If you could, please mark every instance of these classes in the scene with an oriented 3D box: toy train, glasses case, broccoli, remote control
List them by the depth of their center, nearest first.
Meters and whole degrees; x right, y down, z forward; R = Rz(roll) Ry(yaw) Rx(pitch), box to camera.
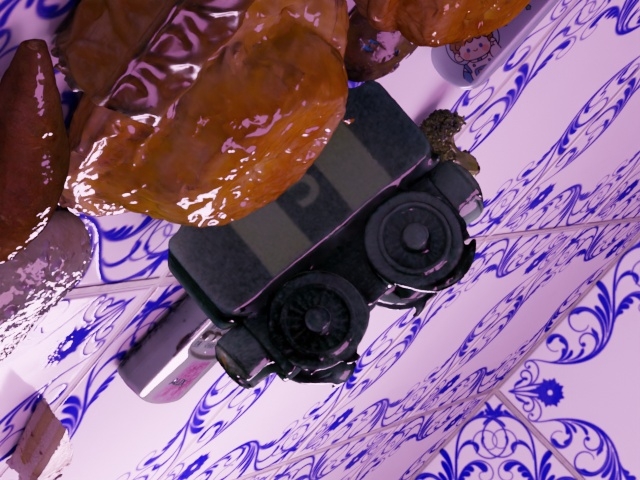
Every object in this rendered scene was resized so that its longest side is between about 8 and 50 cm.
[{"bbox_3d":[0.000,0.000,1.766,0.299,0.238,0.167,-38,175,-12],"label":"toy train"},{"bbox_3d":[0.189,-0.235,1.940,0.178,0.067,0.045,-48,166,14],"label":"glasses case"},{"bbox_3d":[-0.079,0.046,2.038,0.344,0.050,0.145,-46,164,7],"label":"remote control"},{"bbox_3d":[0.139,-0.097,2.139,0.092,0.097,0.095,7,165,-17],"label":"broccoli"}]

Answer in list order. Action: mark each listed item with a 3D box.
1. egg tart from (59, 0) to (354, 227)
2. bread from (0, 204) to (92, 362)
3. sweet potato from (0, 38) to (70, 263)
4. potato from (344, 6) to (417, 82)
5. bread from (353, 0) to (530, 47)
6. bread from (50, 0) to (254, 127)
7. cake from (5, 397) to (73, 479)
[{"bbox_3d":[-0.077,-0.101,1.529,0.319,0.128,0.319,-38,164,-13],"label":"egg tart"},{"bbox_3d":[-0.286,0.062,1.534,0.232,0.064,0.172,-32,163,-32],"label":"bread"},{"bbox_3d":[-0.220,-0.058,1.380,0.077,0.077,0.243,-31,162,-38],"label":"sweet potato"},{"bbox_3d":[0.091,-0.219,1.776,0.198,0.054,0.119,-38,160,-21],"label":"potato"},{"bbox_3d":[0.128,-0.263,1.627,0.236,0.120,0.198,-23,156,-50],"label":"bread"},{"bbox_3d":[-0.082,-0.203,1.311,0.269,0.098,0.087,-50,171,19],"label":"bread"},{"bbox_3d":[-0.290,0.213,1.939,0.065,0.052,0.121,-34,162,-24],"label":"cake"}]
